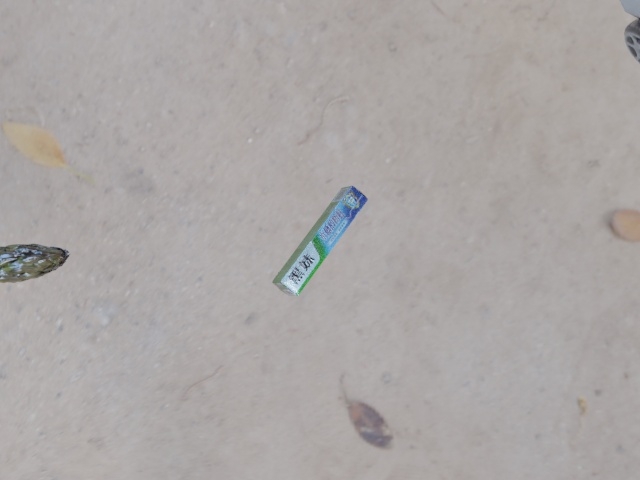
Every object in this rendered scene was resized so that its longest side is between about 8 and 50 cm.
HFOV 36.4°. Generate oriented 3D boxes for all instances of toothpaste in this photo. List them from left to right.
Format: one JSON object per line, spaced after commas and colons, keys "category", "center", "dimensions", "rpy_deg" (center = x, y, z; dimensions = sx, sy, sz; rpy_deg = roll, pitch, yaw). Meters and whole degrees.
{"category": "toothpaste", "center": [0.000, 0.000, 0.651], "dimensions": [0.017, 0.020, 0.083], "rpy_deg": [40, 75, -15]}

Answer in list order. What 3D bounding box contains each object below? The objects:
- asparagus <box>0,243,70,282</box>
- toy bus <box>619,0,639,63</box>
{"category": "asparagus", "center": [-0.283, 0.023, 0.780], "dimensions": [0.165, 0.030, 0.036], "rpy_deg": [-9, 50, -28]}
{"category": "toy bus", "center": [0.335, -0.101, 0.723], "dimensions": [0.109, 0.136, 0.329], "rpy_deg": [-41, 119, -3]}
